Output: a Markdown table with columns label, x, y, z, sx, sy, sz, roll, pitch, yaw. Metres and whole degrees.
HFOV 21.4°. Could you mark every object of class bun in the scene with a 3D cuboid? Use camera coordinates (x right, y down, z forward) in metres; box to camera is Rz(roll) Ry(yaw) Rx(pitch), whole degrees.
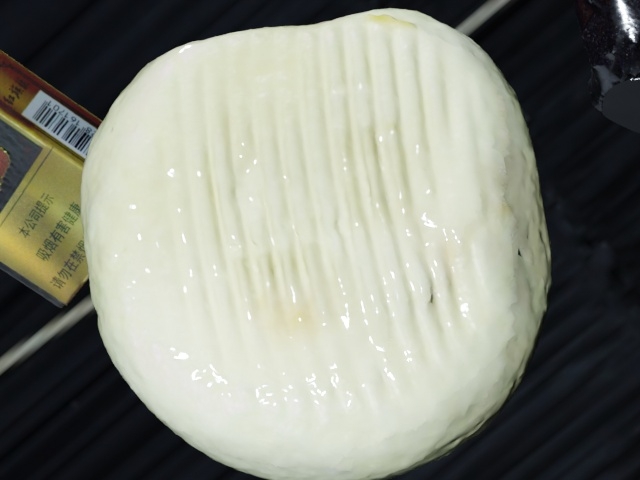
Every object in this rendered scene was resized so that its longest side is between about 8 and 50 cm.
| label | x | y | z | sx | sy | sz | roll | pitch | yaw |
| --- | --- | --- | --- | --- | --- | --- | --- | --- | --- |
| bun | 0.000 | 0.000 | 1.235 | 0.361 | 0.361 | 0.213 | 53 | -6 | 14 |

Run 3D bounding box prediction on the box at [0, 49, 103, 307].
| label | x | y | z | sx | sy | sz | roll | pitch | yaw |
| --- | --- | --- | --- | --- | --- | --- | --- | --- | --- |
| box | -0.265 | -0.067 | 1.390 | 0.240 | 0.159 | 0.071 | 34 | 44 | -7 |

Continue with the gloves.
| label | x | y | z | sx | sy | sz | roll | pitch | yaw |
| --- | --- | --- | --- | --- | --- | --- | --- | --- | --- |
| gloves | 0.270 | -0.205 | 1.368 | 0.164 | 0.124 | 0.203 | 32 | 57 | -45 |
